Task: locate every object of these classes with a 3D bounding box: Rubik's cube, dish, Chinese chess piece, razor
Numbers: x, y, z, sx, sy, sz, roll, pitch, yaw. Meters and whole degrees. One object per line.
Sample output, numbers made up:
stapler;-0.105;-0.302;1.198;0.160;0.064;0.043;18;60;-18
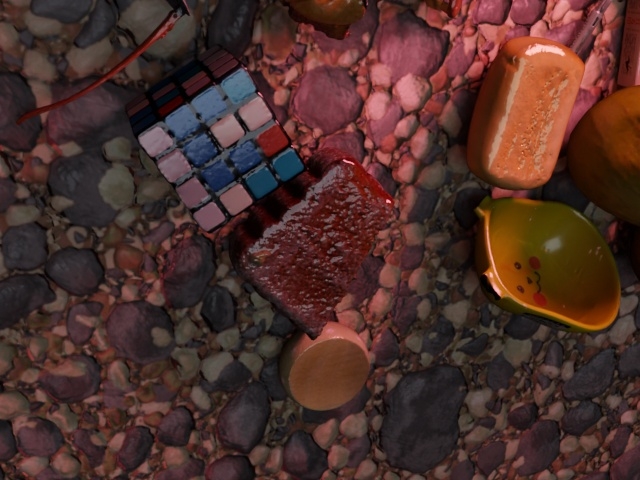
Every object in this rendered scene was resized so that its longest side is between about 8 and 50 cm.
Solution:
Rubik's cube;-0.131;-0.129;0.918;0.151;0.155;0.154;-33;118;-2
dish;0.329;0.049;1.161;0.262;0.221;0.108;12;147;-21
Chinese chess piece;0.005;0.194;1.157;0.144;0.058;0.144;-7;114;-15
razor;0.378;-0.289;1.100;0.084;0.036;0.211;22;102;-24

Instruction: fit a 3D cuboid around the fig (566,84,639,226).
fig;0.486;-0.123;1.097;0.207;0.230;0.207;-6;113;-16

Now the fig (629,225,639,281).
fig;0.617;-0.001;1.211;0.235;0.214;0.235;-10;142;-7

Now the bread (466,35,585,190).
bread;0.287;-0.183;1.076;0.147;0.098;0.217;11;110;-18

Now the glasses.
glasses;-0.304;-0.264;0.822;0.268;0.118;0.234;-45;120;2

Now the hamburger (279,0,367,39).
hamburger;-0.039;-0.392;0.842;0.245;0.155;0.282;10;112;-19

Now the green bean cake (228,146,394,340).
green bean cake;0.000;0.000;1.050;0.198;0.097;0.233;41;94;-27

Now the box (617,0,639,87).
box;0.637;-0.354;1.157;0.365;0.051;0.205;-9;115;-16

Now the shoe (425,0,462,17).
shoe;0.185;-0.350;0.989;0.109;0.072;0.069;-41;80;-5

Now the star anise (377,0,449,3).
star anise;0.130;-0.387;0.929;0.195;0.065;0.182;-4;101;3
